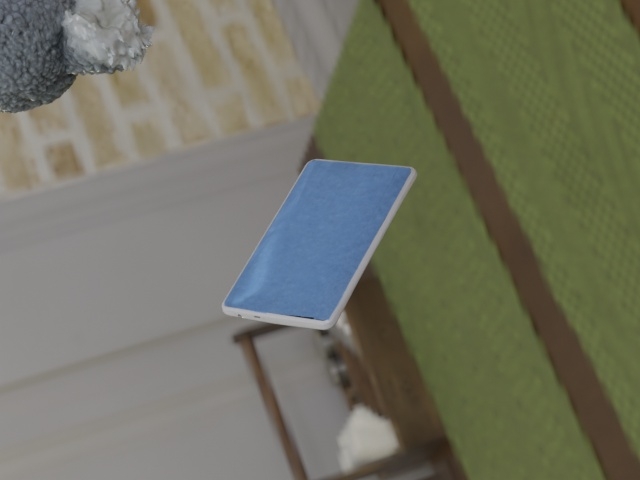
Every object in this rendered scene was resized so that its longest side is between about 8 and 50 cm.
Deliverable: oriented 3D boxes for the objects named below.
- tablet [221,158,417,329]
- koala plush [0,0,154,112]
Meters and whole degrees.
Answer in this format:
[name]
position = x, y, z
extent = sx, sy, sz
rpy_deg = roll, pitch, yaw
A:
[tablet]
position = 0.000, 0.000, 0.643
extent = 0.054, 0.083, 0.006
rpy_deg = 7, 142, 34
[koala plush]
position = -0.211, -0.176, 1.033
extent = 0.221, 0.196, 0.203
rpy_deg = 67, -173, 16
